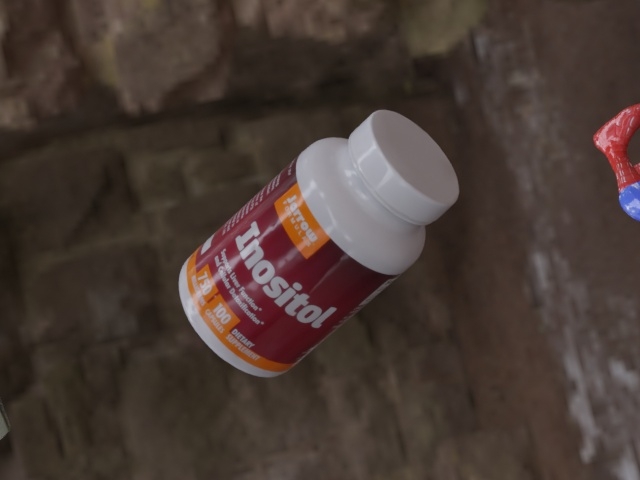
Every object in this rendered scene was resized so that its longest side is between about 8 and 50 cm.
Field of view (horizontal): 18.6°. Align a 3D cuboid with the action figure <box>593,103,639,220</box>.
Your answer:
[{"bbox_3d":[0.289,0.008,1.312,0.091,0.139,0.280,36,-150,-41],"label":"action figure"}]

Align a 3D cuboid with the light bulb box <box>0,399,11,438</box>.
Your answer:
[{"bbox_3d":[-0.363,-0.036,0.767,0.361,0.225,0.358,11,129,38],"label":"light bulb box"}]

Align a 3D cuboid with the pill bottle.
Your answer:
[{"bbox_3d":[0.000,0.000,1.060,0.086,0.152,0.086,34,-149,-24],"label":"pill bottle"}]
